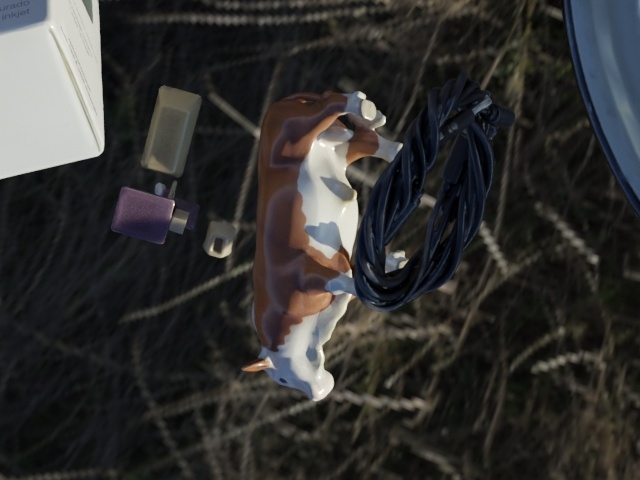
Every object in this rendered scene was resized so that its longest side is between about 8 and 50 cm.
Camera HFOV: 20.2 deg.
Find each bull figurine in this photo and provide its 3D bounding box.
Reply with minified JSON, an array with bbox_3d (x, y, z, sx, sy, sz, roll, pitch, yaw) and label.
[{"bbox_3d":[0.000,0.000,1.763,0.188,0.101,0.310,-10,81,43],"label":"bull figurine"}]

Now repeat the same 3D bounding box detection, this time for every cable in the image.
[{"bbox_3d":[0.081,-0.030,1.317,0.047,0.150,0.184,29,90,22],"label":"cable"}]

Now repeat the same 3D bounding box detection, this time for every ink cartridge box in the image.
[{"bbox_3d":[-0.269,-0.171,1.250,0.211,0.289,0.122,-14,135,4],"label":"ink cartridge box"}]

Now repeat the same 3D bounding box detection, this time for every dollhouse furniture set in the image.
[{"bbox_3d":[-0.096,-0.059,1.358,0.091,0.081,0.114,15,107,-3],"label":"dollhouse furniture set"}]

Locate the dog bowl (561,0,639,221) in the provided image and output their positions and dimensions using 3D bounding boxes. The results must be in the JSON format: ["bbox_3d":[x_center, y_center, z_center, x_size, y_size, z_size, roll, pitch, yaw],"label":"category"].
[{"bbox_3d":[0.320,-0.118,0.804,0.407,0.150,0.408,-1,85,16],"label":"dog bowl"}]
